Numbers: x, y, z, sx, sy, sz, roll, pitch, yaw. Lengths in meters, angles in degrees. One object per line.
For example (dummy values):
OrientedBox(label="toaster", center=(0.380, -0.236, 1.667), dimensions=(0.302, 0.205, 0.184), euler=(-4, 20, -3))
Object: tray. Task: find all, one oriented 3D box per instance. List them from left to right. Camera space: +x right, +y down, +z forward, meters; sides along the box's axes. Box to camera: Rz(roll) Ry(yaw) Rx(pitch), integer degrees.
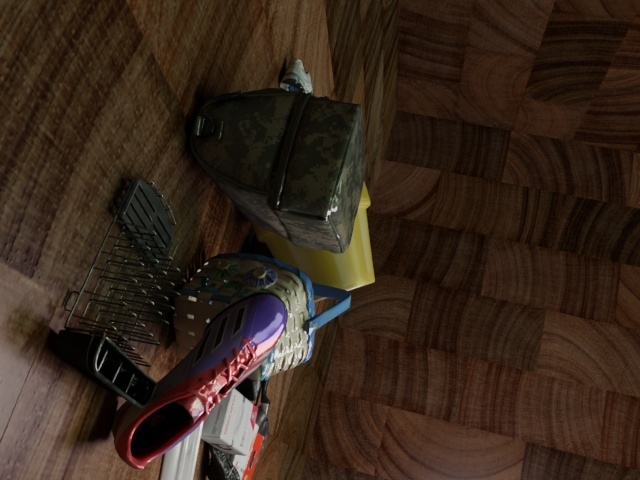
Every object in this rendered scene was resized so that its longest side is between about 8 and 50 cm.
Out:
OrientedBox(label="tray", center=(-0.264, 0.405, 1.295), dimensions=(0.145, 0.030, 0.271), euler=(-16, 117, -78))

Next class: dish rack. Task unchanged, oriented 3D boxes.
OrientedBox(label="dish rack", center=(-0.243, 0.064, 0.885), dimensions=(0.208, 0.074, 0.272), euler=(84, 21, -63))

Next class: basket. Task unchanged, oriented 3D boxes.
OrientedBox(label="basket", center=(-0.105, 0.122, 1.202), dimensions=(0.289, 0.254, 0.201), euler=(-25, 121, -64))

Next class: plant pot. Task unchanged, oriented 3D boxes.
OrientedBox(label="plant pot", center=(0.000, 0.000, 1.403), dimensions=(0.254, 0.254, 0.239), euler=(7, 65, -80))

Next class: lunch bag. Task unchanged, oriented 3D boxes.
OrientedBox(label="lunch bag", center=(-0.064, -0.121, 1.134), dimensions=(0.305, 0.255, 0.213), euler=(65, 36, -75))

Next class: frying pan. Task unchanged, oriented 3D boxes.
OrientedBox(label="frying pan", center=(-0.171, 0.515, 1.907), dimensions=(0.197, 0.053, 0.326), euler=(91, 19, -49))

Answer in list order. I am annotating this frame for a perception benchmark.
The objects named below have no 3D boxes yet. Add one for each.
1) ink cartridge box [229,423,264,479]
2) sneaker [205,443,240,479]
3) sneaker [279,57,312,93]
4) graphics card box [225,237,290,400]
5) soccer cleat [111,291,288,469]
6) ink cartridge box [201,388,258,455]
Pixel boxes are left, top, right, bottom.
OrientedBox(label="ink cartridge box", center=(-0.189, 0.552, 1.721), dimensions=(0.179, 0.045, 0.145), euler=(56, 44, -50))
OrientedBox(label="sneaker", center=(-0.234, 0.509, 1.515), dimensions=(0.051, 0.089, 0.170), euler=(-18, 87, -44))
OrientedBox(label="sneaker", center=(-0.043, -0.345, 1.528), dimensions=(0.191, 0.071, 0.083), euler=(75, 23, -69))
OrientedBox(label="graphics card box", center=(-0.134, 0.148, 1.527), dimensions=(0.233, 0.094, 0.371), euler=(92, 13, -47))
OrientedBox(label="soccer cleat", center=(-0.164, 0.203, 0.972), dimensions=(0.318, 0.109, 0.116), euler=(-40, -162, -10))
OrientedBox(label="ink cartridge box", center=(-0.199, 0.389, 1.437), dimensions=(0.150, 0.063, 0.109), euler=(60, 36, -54))
